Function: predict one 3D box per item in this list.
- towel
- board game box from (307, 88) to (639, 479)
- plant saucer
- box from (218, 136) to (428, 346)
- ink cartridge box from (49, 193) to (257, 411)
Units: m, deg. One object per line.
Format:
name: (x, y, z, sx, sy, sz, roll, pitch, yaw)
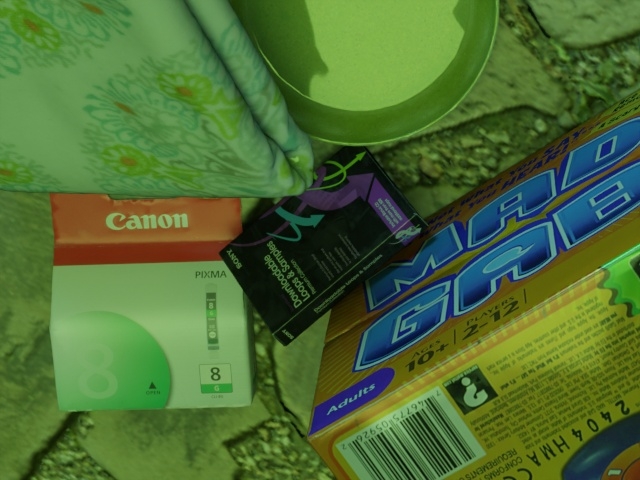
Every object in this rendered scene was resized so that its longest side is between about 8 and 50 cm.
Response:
towel: (-0.212, -0.152, 1.436, 0.321, 0.090, 0.374, 6, 149, 27)
board game box: (0.246, 0.135, 1.490, 0.356, 0.356, 0.356, -32, 104, 14)
plant saucer: (0.031, -0.200, 1.559, 0.241, 0.037, 0.241, 1, 110, 4)
box: (0.000, 0.000, 1.579, 0.162, 0.116, 0.029, -41, 139, 5)
ink cartridge box: (-0.155, 0.043, 1.654, 0.181, 0.056, 0.224, -2, 111, 5)
